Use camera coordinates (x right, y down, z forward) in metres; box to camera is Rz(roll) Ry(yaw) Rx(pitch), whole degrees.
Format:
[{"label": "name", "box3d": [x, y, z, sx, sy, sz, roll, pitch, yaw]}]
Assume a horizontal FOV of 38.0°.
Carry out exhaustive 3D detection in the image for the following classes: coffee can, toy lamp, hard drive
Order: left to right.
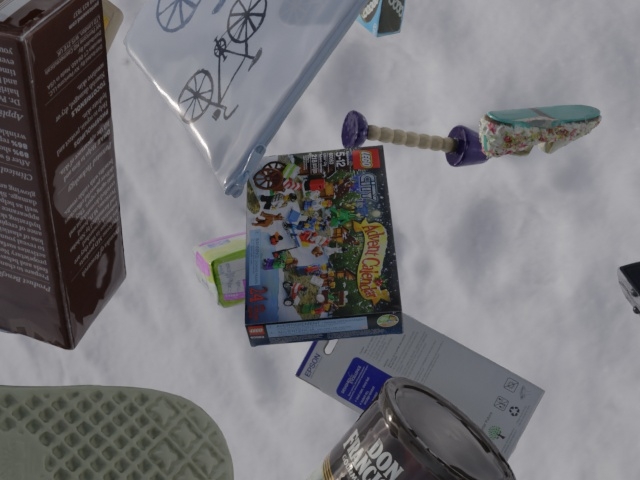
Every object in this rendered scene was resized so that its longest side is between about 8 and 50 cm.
[{"label": "coffee can", "box3d": [0.075, 0.334, 1.127, 0.201, 0.201, 0.275, 44, 106, 24]}, {"label": "toy lamp", "box3d": [0.177, -0.177, 1.645, 0.080, 0.274, 0.080, -175, 90, -67]}, {"label": "hard drive", "box3d": [0.491, 0.109, 1.320, 0.054, 0.254, 0.172, -35, 69, 10]}]

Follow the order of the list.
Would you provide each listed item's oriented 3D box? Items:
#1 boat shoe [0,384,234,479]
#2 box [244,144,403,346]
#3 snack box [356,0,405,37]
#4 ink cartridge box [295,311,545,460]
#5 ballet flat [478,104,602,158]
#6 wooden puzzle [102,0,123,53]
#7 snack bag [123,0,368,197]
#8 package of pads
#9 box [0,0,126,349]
[{"label": "boat shoe", "box3d": [-0.303, 0.167, 0.642, 0.156, 0.500, 0.187, -39, 49, 41]}, {"label": "box", "box3d": [0.000, 0.000, 1.008, 0.159, 0.044, 0.233, -6, 51, 3]}, {"label": "snack box", "box3d": [0.095, -0.554, 1.674, 0.187, 0.060, 0.322, 49, 144, 40]}, {"label": "ink cartridge box", "box3d": [0.144, 0.210, 1.371, 0.332, 0.065, 0.165, 29, 90, 15]}, {"label": "ballet flat", "box3d": [0.352, -0.177, 1.515, 0.091, 0.241, 0.077, 46, 135, 51]}, {"label": "wooden puzzle", "box3d": [-0.425, -0.325, 1.463, 0.044, 0.238, 0.221, 9, 72, 38]}, {"label": "snack bag", "box3d": [-0.074, -0.265, 1.021, 0.323, 0.037, 0.342, -53, 49, 19]}, {"label": "package of pads", "box3d": [-0.080, 0.033, 1.769, 0.229, 0.296, 0.101, -153, 51, -72]}, {"label": "box", "box3d": [-0.315, -0.084, 0.928, 0.191, 0.143, 0.381, 16, 131, 11]}]
